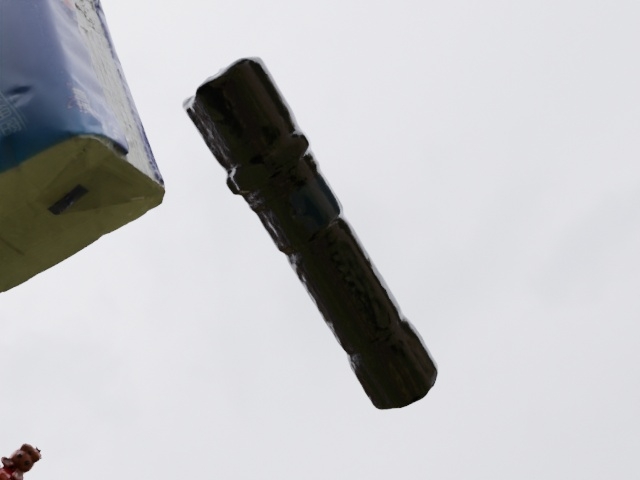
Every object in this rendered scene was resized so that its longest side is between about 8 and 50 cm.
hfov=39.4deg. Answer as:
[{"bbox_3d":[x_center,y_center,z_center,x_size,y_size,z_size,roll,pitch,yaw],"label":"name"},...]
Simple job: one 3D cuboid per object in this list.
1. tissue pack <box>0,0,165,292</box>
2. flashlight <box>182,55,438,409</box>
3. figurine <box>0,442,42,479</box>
[{"bbox_3d":[-0.266,-0.107,0.733,0.209,0.269,0.137,-27,-36,4],"label":"tissue pack"},{"bbox_3d":[0.000,0.000,0.969,0.103,0.103,0.424,-35,-79,-16],"label":"flashlight"},{"bbox_3d":[-0.199,0.171,0.475,0.075,0.140,0.068,-26,-80,17],"label":"figurine"}]
